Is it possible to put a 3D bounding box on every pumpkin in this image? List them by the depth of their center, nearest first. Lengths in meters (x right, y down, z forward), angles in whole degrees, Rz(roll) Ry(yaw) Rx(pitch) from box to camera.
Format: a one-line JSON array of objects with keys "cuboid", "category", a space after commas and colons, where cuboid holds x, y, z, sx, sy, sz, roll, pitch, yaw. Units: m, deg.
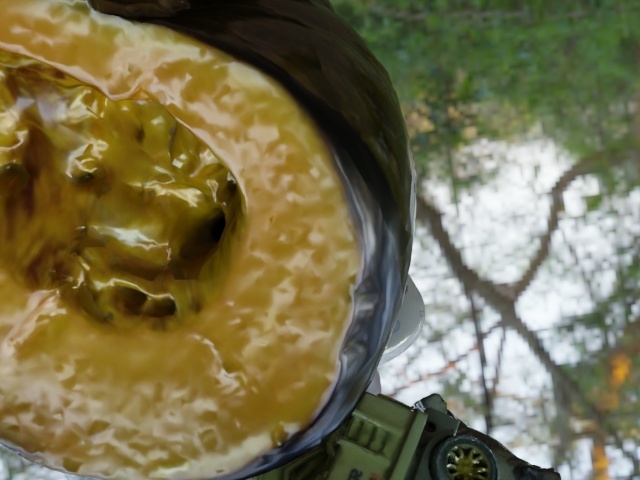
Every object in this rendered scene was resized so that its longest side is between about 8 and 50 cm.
[{"cuboid": [-0.115, -0.047, 0.616, 0.242, 0.325, 0.232, -53, -175, 19], "category": "pumpkin"}]

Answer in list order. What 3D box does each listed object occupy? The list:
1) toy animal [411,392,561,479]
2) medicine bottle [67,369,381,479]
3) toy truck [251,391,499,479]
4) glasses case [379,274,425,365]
[{"cuboid": [0.215, 0.293, 1.595, 0.106, 0.343, 0.168, -56, -171, -14], "category": "toy animal"}, {"cuboid": [-0.058, 0.174, 1.223, 0.256, 0.256, 0.325, -17, -128, -41], "category": "medicine bottle"}, {"cuboid": [0.001, 0.155, 0.707, 0.116, 0.191, 0.085, 27, 148, -3], "category": "toy truck"}, {"cuboid": [0.000, 0.000, 0.870, 0.063, 0.164, 0.041, -31, 161, -7], "category": "glasses case"}]
